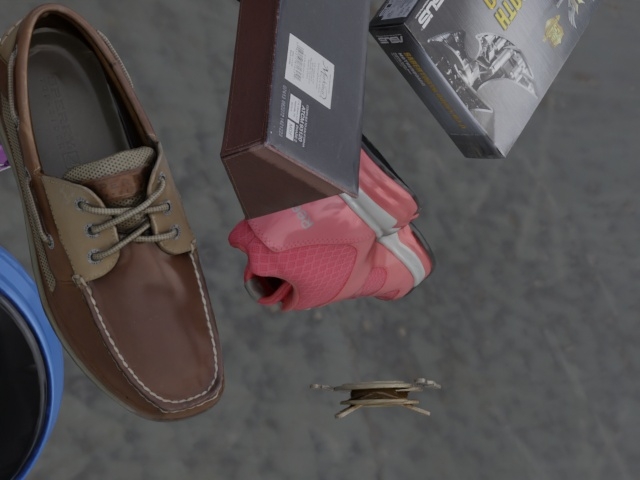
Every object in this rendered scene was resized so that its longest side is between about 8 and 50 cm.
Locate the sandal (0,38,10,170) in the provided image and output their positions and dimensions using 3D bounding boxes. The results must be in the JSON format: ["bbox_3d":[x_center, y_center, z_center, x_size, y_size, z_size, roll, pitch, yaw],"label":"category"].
[{"bbox_3d":[-0.310,-0.105,1.115,0.102,0.169,0.416,62,14,12],"label":"sandal"}]

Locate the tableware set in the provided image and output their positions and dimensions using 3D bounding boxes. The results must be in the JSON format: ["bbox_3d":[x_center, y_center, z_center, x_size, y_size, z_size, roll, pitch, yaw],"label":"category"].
[{"bbox_3d":[0.070,0.184,1.405,0.194,0.128,0.039,38,49,-75],"label":"tableware set"}]

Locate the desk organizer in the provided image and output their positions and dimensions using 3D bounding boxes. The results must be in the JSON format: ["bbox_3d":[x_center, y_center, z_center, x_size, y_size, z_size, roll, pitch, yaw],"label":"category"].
[{"bbox_3d":[-0.016,-0.077,0.431,0.047,0.050,0.130,27,58,-44],"label":"desk organizer"}]

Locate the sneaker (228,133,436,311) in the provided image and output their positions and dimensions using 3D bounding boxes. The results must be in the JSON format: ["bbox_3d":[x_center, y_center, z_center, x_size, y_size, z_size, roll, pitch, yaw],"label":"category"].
[{"bbox_3d":[0.000,-0.001,0.954,0.116,0.136,0.314,52,-2,17],"label":"sneaker"}]

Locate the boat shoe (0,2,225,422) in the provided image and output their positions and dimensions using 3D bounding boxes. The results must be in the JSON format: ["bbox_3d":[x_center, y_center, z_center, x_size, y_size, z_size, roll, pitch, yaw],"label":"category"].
[{"bbox_3d":[-0.157,-0.022,0.888,0.123,0.116,0.324,-24,82,-22],"label":"boat shoe"}]

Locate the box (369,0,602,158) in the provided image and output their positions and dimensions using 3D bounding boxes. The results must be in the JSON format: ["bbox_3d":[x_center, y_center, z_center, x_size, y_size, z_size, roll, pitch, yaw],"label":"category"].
[{"bbox_3d":[0.166,-0.223,1.192,0.183,0.056,0.231,48,64,-30],"label":"box"}]

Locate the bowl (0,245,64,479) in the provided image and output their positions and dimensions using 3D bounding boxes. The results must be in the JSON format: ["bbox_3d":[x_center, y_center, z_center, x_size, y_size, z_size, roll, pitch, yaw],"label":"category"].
[{"bbox_3d":[-0.472,0.160,1.328,0.391,0.391,0.077,44,3,-25],"label":"bowl"}]
